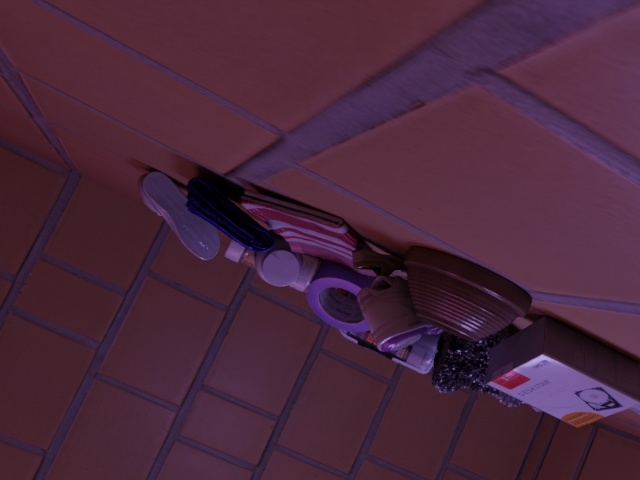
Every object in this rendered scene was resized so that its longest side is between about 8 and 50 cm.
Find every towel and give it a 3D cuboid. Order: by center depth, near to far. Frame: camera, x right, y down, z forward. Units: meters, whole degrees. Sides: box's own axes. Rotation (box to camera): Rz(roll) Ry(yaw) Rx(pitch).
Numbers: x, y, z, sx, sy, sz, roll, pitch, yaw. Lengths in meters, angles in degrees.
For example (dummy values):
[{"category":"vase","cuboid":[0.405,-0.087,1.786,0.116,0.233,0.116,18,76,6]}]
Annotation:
[{"category":"towel","cuboid":[-0.010,-0.007,1.465,0.237,0.037,0.329,17,168,23]},{"category":"towel","cuboid":[-0.221,-0.049,1.585,0.227,0.076,0.308,40,175,-9]}]

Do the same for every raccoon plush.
[{"category":"raccoon plush","cuboid":[0.433,0.287,1.580,0.299,0.216,0.446,17,172,4]}]

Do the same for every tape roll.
[{"category":"tape roll","cuboid":[0.066,0.130,1.662,0.188,0.080,0.189,16,137,16]}]

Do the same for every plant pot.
[{"category":"plant pot","cuboid":[0.247,0.110,1.238,0.237,0.110,0.237,25,174,3]}]

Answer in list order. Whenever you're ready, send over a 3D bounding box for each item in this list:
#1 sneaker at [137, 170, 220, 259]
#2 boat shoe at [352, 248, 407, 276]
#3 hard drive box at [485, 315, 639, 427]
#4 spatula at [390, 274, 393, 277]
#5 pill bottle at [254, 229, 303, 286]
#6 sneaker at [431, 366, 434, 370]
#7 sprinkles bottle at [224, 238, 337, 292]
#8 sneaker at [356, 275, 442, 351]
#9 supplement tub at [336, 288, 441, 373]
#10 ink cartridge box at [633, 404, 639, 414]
[{"category":"sneaker","cuboid":[-0.400,-0.077,1.937,0.293,0.108,0.169,55,165,-20]},{"category":"boat shoe","cuboid":[0.123,0.052,1.398,0.135,0.045,0.050,13,162,-20]},{"category":"hard drive box","cuboid":[0.478,0.264,1.358,0.232,0.089,0.181,26,143,-10]},{"category":"spatula","cuboid":[0.161,0.162,1.716,0.168,0.019,0.242,23,131,16]},{"category":"pill bottle","cuboid":[-0.107,0.046,1.745,0.121,0.121,0.216,26,-173,-11]},{"category":"sneaker","cuboid":[0.408,0.354,2.138,0.131,0.148,0.350,51,166,-17]},{"category":"sprinkles bottle","cuboid":[-0.110,0.068,2.088,0.355,0.121,0.121,26,173,-6]},{"category":"sneaker","cuboid":[0.194,0.121,1.384,0.305,0.114,0.152,-8,-122,-49]},{"category":"supplement tub","cuboid":[0.185,0.217,1.877,0.315,0.194,0.193,23,173,9]},{"category":"ink cartridge box","cuboid":[0.747,0.356,1.517,0.275,0.060,0.239,30,170,-30]}]
